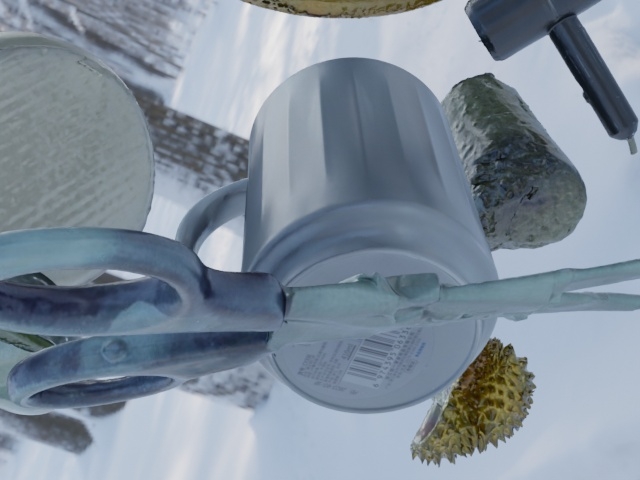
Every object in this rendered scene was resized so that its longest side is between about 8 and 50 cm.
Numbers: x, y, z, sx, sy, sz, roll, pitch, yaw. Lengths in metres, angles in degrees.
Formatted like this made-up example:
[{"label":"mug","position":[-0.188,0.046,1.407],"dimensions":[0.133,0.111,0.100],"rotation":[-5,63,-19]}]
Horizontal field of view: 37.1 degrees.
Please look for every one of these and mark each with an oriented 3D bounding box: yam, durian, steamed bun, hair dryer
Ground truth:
[{"label":"yam","position":[0.287,-0.115,1.523],"dimensions":[0.195,0.195,0.300],"rotation":[-61,27,29]},{"label":"durian","position":[0.228,0.256,1.420],"dimensions":[0.249,0.138,0.183],"rotation":[122,170,-53]},{"label":"steamed bun","position":[-0.422,-0.100,1.315],"dimensions":[0.241,0.374,0.374],"rotation":[12,80,50]},{"label":"hair dryer","position":[0.249,-0.175,0.946],"dimensions":[0.124,0.219,0.071],"rotation":[-33,2,17]}]

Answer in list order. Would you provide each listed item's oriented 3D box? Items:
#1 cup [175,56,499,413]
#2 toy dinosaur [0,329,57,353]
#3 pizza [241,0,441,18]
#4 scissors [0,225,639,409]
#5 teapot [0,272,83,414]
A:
[{"label":"cup","position":[0.000,0.000,0.966],"dimensions":[0.327,0.323,0.237],"rotation":[-93,-16,-53]},{"label":"toy dinosaur","position":[-0.355,0.029,0.805],"dimensions":[0.076,0.363,0.147],"rotation":[-59,10,-8]},{"label":"pizza","position":[0.020,-0.538,1.419],"dimensions":[0.130,0.440,0.406],"rotation":[-110,21,-70]},{"label":"scissors","position":[0.025,0.034,0.484],"dimensions":[0.256,0.383,0.029],"rotation":[109,154,-67]},{"label":"teapot","position":[-0.399,0.134,1.059],"dimensions":[0.183,0.251,0.183],"rotation":[22,121,42]}]
